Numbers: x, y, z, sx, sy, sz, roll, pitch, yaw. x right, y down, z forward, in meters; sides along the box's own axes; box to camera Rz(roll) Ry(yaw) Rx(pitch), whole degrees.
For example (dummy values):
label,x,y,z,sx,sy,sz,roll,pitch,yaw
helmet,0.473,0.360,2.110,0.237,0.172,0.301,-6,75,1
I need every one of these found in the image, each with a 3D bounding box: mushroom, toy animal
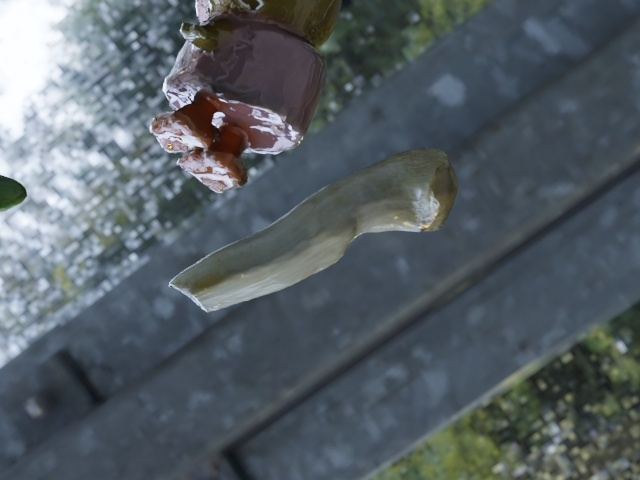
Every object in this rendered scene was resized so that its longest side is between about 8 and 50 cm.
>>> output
label,x,y,z,sx,sy,sz,roll,pitch,yaw
mushroom,-0.001,-0.002,0.981,0.054,0.202,0.059,56,163,34
toy animal,-0.066,-0.206,1.570,0.195,0.169,0.281,52,-137,-56

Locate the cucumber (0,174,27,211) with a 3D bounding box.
label,x,y,z,sx,sy,sz,roll,pitch,yaw
cucumber,-0.406,-0.060,1.461,0.250,0.056,0.056,11,-161,-2
